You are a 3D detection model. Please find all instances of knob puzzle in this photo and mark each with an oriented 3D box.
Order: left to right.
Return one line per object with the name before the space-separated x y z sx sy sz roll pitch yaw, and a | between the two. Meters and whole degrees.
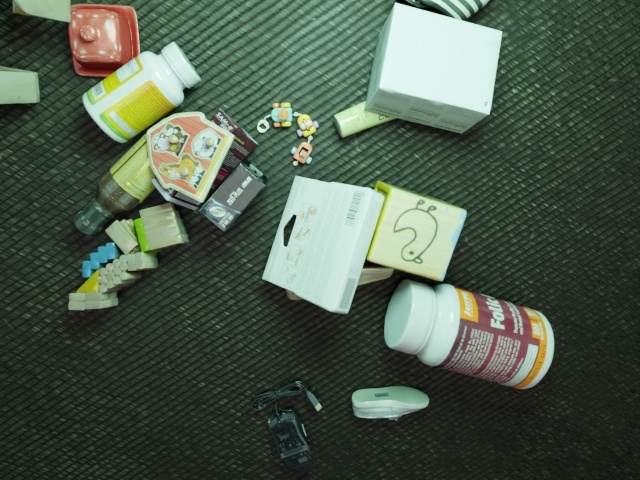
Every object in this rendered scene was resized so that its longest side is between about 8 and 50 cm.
knob puzzle | -0.315 -0.205 1.006 0.213 0.030 0.213 0 91 9

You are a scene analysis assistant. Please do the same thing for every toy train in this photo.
toy train | -0.074 -0.274 1.131 0.166 0.046 0.125 36 98 -11

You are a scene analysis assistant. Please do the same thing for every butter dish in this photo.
butter dish | -0.511 -0.465 1.017 0.159 0.118 0.160 0 103 -4

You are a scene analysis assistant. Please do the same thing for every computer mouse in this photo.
computer mouse | -0.068 0.539 1.315 0.184 0.060 0.262 -28 92 7

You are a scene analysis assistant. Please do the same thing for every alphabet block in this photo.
alphabet block | 0.223 -0.030 1.136 0.197 0.193 0.192 15 100 -7

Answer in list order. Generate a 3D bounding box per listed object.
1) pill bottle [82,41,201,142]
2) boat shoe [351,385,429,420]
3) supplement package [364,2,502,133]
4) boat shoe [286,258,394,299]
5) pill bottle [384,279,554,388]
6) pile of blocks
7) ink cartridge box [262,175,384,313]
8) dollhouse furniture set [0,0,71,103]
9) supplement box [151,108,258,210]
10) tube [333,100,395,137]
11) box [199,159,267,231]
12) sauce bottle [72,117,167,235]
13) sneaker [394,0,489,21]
pill bottle | -0.411 -0.351 1.041 0.245 0.136 0.136 -33 103 3
boat shoe | 0.205 0.489 1.319 0.227 0.079 0.081 -1 112 1
supplement package | 0.261 -0.399 1.052 0.261 0.145 0.204 11 85 -7
boat shoe | 0.051 0.104 1.201 0.302 0.109 0.098 -7 109 3
pill bottle | 0.388 0.245 1.196 0.392 0.224 0.224 16 101 -8
pile of blocks | -0.493 0.041 1.148 0.362 0.112 0.149 -40 85 0
ink cartridge box | 0.000 0.000 1.113 0.066 0.261 0.296 18 90 -48
dollhouse furniture set | -0.743 -0.486 0.883 0.362 0.256 0.394 12 111 8
supplement box | -0.279 -0.191 1.085 0.239 0.130 0.073 -44 74 6
tube | 0.152 -0.336 1.131 0.240 0.062 0.070 -23 138 -4
box | -0.207 -0.116 1.088 0.077 0.180 0.147 41 97 -12
sauce bottle | -0.467 -0.150 1.098 0.344 0.111 0.111 -40 103 6
sneaker | 0.230 -0.667 0.949 0.257 0.169 0.447 -48 117 -4
